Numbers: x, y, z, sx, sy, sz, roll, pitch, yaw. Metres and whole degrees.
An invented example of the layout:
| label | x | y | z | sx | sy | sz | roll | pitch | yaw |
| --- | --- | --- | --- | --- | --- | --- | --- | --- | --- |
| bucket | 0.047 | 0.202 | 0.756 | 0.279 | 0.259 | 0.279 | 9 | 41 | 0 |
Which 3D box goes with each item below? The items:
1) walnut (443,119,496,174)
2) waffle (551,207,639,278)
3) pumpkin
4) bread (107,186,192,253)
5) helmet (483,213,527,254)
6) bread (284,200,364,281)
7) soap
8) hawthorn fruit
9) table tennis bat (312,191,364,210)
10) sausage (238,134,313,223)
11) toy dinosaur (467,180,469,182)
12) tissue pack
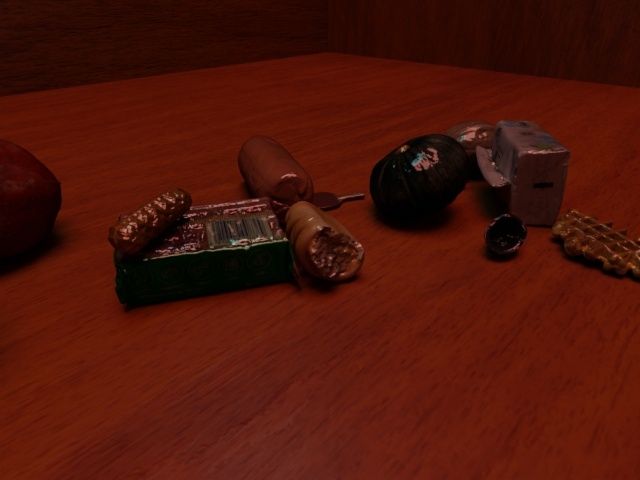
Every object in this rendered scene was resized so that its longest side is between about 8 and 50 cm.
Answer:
| label | x | y | z | sx | sy | sz | roll | pitch | yaw |
| --- | --- | --- | --- | --- | --- | --- | --- | --- | --- |
| walnut | 0.386 | -0.235 | 1.100 | 0.162 | 0.140 | 0.140 | -14 | 30 | 3 |
| waffle | 0.514 | 0.004 | 0.772 | 0.192 | 0.046 | 0.161 | 20 | 36 | 30 |
| pumpkin | 0.200 | -0.126 | 0.894 | 0.212 | 0.152 | 0.211 | -30 | 9 | 5 |
| bread | -0.249 | -0.033 | 0.647 | 0.052 | 0.044 | 0.157 | 19 | 37 | 12 |
| helmet | 0.325 | -0.004 | 0.784 | 0.084 | 0.049 | 0.065 | -39 | 76 | -12 |
| bread | 0.000 | 0.000 | 0.728 | 0.119 | 0.084 | 0.177 | 27 | 16 | -28 |
| soap | -0.187 | 0.011 | 0.712 | 0.274 | 0.097 | 0.217 | -9 | 31 | -14 |
| hawthorn fruit | -0.570 | -0.073 | 0.763 | 0.216 | 0.215 | 0.249 | 8 | 18 | 14 |
| table tennis bat | 0.023 | -0.091 | 0.975 | 0.157 | 0.013 | 0.087 | -10 | 29 | -13 |
| sausage | -0.102 | -0.139 | 0.949 | 0.121 | 0.121 | 0.304 | -11 | 31 | -18 |
| toy dinosaur | 0.280 | -0.159 | 1.050 | 0.154 | 0.049 | 0.055 | 20 | 38 | 22 |
| tissue pack | 0.412 | -0.151 | 0.932 | 0.145 | 0.159 | 0.229 | 0 | 30 | 10 |
